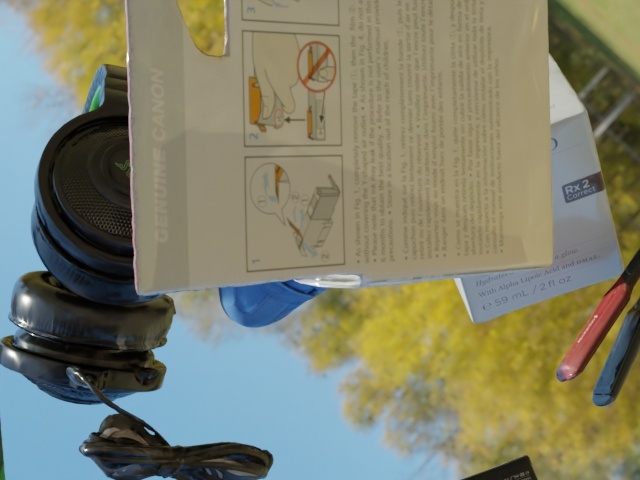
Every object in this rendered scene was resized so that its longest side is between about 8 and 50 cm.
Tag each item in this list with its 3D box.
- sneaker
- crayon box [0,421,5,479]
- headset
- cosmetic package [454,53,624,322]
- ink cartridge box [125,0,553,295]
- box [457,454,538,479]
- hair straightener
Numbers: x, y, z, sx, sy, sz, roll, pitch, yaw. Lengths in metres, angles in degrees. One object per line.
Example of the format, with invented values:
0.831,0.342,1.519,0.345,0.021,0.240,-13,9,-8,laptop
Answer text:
0.000,0.000,0.945,0.069,0.209,0.082,14,-139,-34,sneaker
-0.467,0.182,1.422,0.363,0.313,0.106,26,-138,24,crayon box
-0.136,0.033,1.107,0.185,0.243,0.394,10,-147,-14,headset
0.172,-0.055,1.359,0.151,0.151,0.184,-107,-4,-56,cosmetic package
0.002,-0.116,0.653,0.239,0.275,0.060,-3,-177,-38,ink cartridge box
0.121,0.355,1.501,0.103,0.261,0.184,101,150,-64,box
0.299,0.051,1.308,0.089,0.230,0.047,36,161,-9,hair straightener
